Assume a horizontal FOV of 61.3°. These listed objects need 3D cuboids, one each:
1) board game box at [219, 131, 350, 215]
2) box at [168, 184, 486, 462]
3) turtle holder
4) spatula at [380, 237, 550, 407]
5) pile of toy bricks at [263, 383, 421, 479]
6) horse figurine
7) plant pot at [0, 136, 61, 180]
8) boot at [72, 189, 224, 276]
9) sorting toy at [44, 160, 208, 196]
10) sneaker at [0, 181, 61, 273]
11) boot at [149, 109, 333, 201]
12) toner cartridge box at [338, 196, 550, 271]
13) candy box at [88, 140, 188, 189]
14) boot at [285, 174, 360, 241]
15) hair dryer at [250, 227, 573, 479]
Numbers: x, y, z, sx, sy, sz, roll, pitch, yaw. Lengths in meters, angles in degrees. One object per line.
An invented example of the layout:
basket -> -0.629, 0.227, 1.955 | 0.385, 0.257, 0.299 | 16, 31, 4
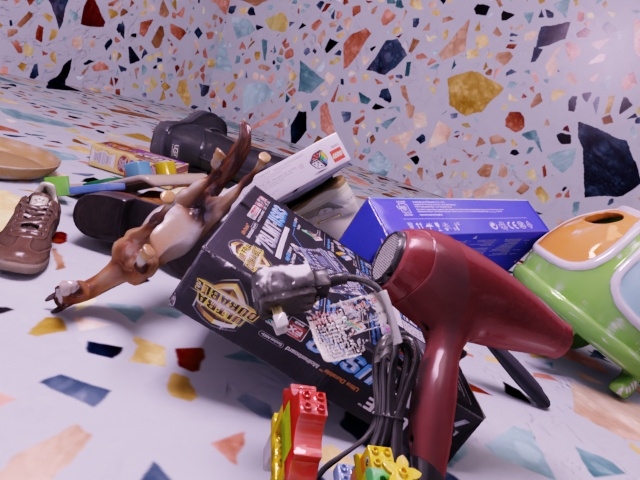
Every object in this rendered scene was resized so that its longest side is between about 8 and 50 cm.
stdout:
board game box -> -0.069, -0.088, 0.906 | 0.192, 0.053, 0.305 | -29, 4, -7
box -> 0.011, 0.067, 0.600 | 0.293, 0.073, 0.295 | 32, 13, -8
turtle holder -> 0.470, 0.096, 0.829 | 0.320, 0.227, 0.243 | 40, 11, 13
spatula -> 0.177, 0.108, 0.660 | 0.296, 0.030, 0.084 | 40, 13, -6
pile of toy bricks -> 0.029, 0.159, 0.252 | 0.117, 0.105, 0.212 | 12, 33, -14
horse figurine -> -0.151, -0.024, 0.568 | 0.066, 0.174, 0.263 | 46, 49, -8
plant pot -> -0.589, -0.150, 0.954 | 0.236, 0.033, 0.236 | 15, 14, -4
boot -> -0.206, -0.015, 0.851 | 0.263, 0.096, 0.280 | 11, 6, 2
sorting toy -> -0.327, -0.114, 0.970 | 0.195, 0.047, 0.347 | -3, 6, 22
sneaker -> -0.356, -0.022, 0.656 | 0.066, 0.071, 0.188 | 11, 15, -24
boot -> -0.174, -0.223, 1.471 | 0.444, 0.146, 0.367 | 15, 24, 8
toner cartridge box -> 0.190, 0.012, 0.867 | 0.347, 0.165, 0.075 | -1, 53, -33
candy box -> -0.403, -0.170, 1.207 | 0.186, 0.053, 0.109 | 16, 14, 1
boot -> 0.000, 0.000, 0.949 | 0.165, 0.213, 0.077 | 53, 33, -14
hair dryer -> 0.091, 0.099, 0.447 | 0.293, 0.224, 0.080 | -14, -9, -24
